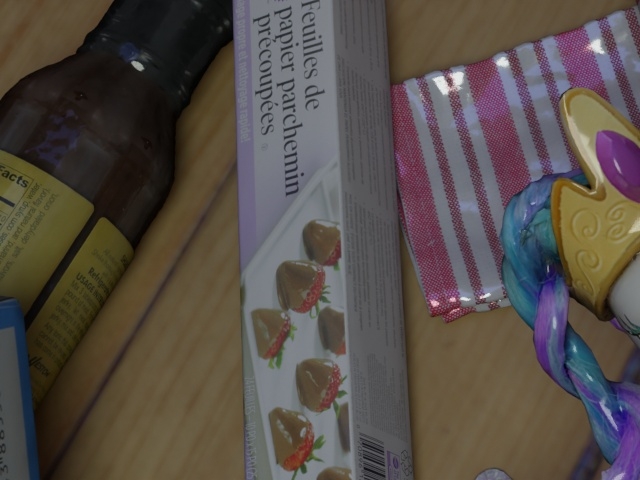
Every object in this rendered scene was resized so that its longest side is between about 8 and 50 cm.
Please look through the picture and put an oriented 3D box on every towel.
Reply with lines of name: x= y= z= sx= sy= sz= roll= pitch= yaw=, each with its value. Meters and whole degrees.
towel: x=0.132 y=-0.048 z=0.932 sx=0.197 sy=0.029 sz=0.144 roll=-18 pitch=62 yaw=5

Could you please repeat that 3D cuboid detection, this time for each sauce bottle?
sauce bottle: x=-0.150 y=-0.008 z=0.940 sx=0.111 sy=0.111 sz=0.344 roll=25 pitch=71 yaw=24

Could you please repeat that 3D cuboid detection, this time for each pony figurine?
pony figurine: x=0.206 y=0.108 z=0.693 sx=0.303 sy=0.351 sz=0.363 roll=-40 pitch=81 yaw=-3

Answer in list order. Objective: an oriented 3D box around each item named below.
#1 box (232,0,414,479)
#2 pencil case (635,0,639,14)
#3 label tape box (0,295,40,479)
box: x=0.000 y=0.000 z=0.903 sx=0.063 sy=0.067 sz=0.324 roll=-15 pitch=65 yaw=27
pencil case: x=0.228 y=-0.201 z=0.900 sx=0.160 sy=0.167 sz=0.386 roll=-3 pitch=60 yaw=-8
label tape box: x=-0.297 y=0.163 z=0.812 sx=0.347 sy=0.115 sz=0.249 roll=-5 pitch=94 yaw=20
